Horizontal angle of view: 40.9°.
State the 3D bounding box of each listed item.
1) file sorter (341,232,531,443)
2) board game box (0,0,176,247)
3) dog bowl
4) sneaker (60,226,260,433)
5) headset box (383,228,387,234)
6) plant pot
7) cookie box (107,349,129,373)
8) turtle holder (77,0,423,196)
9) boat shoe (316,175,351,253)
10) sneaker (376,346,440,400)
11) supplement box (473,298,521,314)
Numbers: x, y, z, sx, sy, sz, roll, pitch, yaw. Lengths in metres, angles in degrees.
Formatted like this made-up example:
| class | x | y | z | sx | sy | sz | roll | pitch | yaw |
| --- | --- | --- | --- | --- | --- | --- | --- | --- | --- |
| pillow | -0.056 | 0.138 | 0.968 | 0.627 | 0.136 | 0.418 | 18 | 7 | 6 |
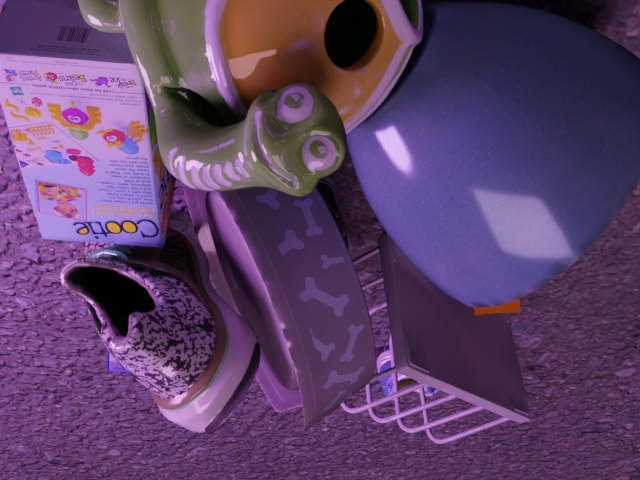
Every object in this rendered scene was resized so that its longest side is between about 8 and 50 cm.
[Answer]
| class | x | y | z | sx | sy | sz | roll | pitch | yaw |
| --- | --- | --- | --- | --- | --- | --- | --- | --- | --- |
| file sorter | 0.128 | 0.152 | 1.184 | 0.173 | 0.193 | 0.278 | -30 | 139 | 33 |
| board game box | -0.235 | -0.134 | 0.910 | 0.144 | 0.142 | 0.275 | 5 | 143 | -2 |
| dog bowl | -0.050 | 0.044 | 0.992 | 0.102 | 0.349 | 0.349 | -21 | 146 | -15 |
| sneaker | -0.220 | 0.047 | 0.998 | 0.158 | 0.410 | 0.182 | -51 | 129 | -3 |
| headset box | 0.118 | -0.037 | 1.101 | 0.062 | 0.032 | 0.083 | 6 | 142 | -5 |
| plant pot | 0.136 | -0.109 | 0.813 | 0.195 | 0.290 | 0.290 | 32 | 135 | -21 |
| cookie box | -0.302 | 0.139 | 1.317 | 0.040 | 0.092 | 0.107 | 7 | 142 | -10 |
| turtle holder | -0.046 | -0.180 | 0.694 | 0.227 | 0.320 | 0.243 | -15 | 105 | 18 |
| boat shoe | 0.000 | 0.000 | 1.117 | 0.065 | 0.083 | 0.183 | -4 | 142 | 10 |
| sneaker | 0.194 | 0.208 | 1.379 | 0.211 | 0.081 | 0.080 | -14 | 138 | 19 |
| supplement box | 0.233 | 0.050 | 1.152 | 0.062 | 0.098 | 0.036 | -5 | 138 | 13 |
